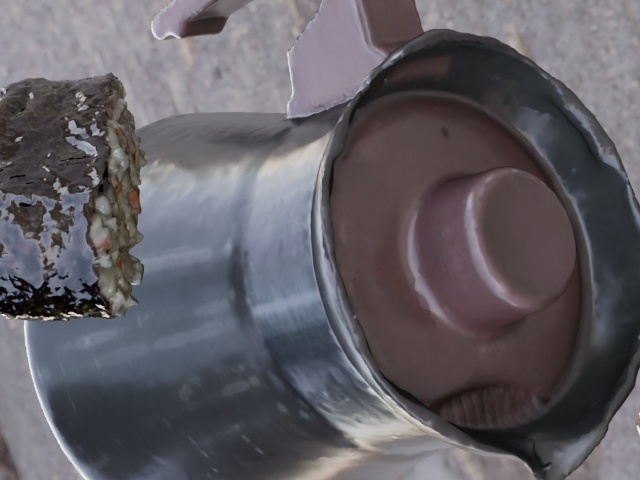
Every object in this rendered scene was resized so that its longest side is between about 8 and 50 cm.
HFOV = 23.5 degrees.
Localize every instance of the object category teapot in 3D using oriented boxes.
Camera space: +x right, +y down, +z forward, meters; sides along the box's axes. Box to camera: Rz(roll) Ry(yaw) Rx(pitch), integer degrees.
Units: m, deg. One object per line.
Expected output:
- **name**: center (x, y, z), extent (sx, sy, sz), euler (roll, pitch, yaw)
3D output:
- **teapot**: center (0.000, 0.000, 0.968), extent (0.361, 0.305, 0.376), euler (-19, 85, 50)

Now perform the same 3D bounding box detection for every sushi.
- **sushi**: center (-0.128, -0.022, 0.777), extent (0.150, 0.078, 0.090), euler (-95, -1, -51)

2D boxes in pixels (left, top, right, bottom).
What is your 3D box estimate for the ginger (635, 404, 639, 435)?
- **ginger**: center (0.290, 0.139, 0.888), extent (0.223, 0.269, 0.200), euler (31, 153, -15)
